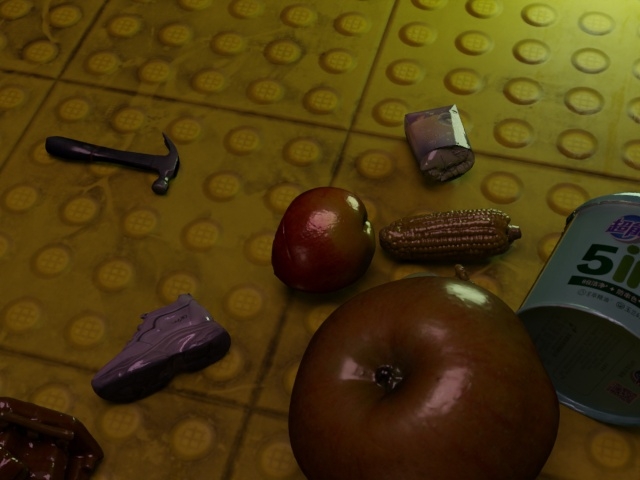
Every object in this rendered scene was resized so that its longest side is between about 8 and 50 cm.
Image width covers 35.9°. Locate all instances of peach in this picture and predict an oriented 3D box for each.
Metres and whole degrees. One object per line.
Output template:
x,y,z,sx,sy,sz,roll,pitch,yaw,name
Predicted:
0.000,0.000,1.775,0.192,0.190,0.190,-14,52,7,peach

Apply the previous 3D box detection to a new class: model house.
-0.466,0.377,1.496,0.219,0.199,0.229,-12,48,9,model house

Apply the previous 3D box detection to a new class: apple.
0.151,0.240,1.464,0.400,0.333,0.400,-3,63,7,apple

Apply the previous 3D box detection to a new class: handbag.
0.238,-0.188,1.969,0.117,0.095,0.173,-12,45,0,handbag

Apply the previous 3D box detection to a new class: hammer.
-0.426,-0.177,2.014,0.290,0.037,0.137,12,54,11,hammer

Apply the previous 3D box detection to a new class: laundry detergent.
0.495,0.095,1.610,0.287,0.287,0.305,25,58,20,laundry detergent

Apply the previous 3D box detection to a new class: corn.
0.239,-0.009,1.823,0.262,0.097,0.097,-2,52,2,corn

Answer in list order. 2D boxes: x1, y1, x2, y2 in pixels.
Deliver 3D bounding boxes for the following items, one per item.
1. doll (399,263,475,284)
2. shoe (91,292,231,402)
0.132,0.131,1.702,0.296,0.117,0.141,-17,42,-11,doll
-0.289,0.180,1.703,0.245,0.095,0.137,-24,51,-20,shoe
